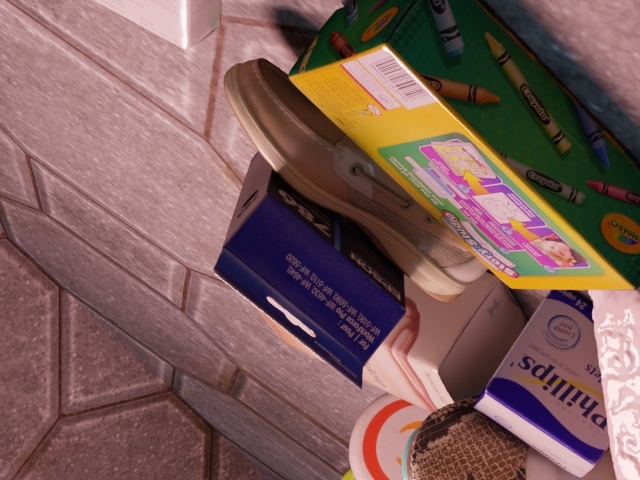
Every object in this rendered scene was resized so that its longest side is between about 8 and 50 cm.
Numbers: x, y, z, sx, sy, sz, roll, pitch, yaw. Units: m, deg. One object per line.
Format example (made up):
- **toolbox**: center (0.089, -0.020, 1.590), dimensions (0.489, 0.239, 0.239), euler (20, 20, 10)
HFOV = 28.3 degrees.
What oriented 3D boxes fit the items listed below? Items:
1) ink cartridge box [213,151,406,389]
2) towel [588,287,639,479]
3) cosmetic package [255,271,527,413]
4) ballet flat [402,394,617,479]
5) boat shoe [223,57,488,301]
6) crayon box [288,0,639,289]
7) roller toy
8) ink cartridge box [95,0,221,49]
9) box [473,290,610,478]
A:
- **ink cartridge box**: center (0.000, 0.000, 1.170), dimensions (0.165, 0.065, 0.332), euler (40, -163, -12)
- **towel**: center (0.366, 0.193, 1.028), dimensions (0.332, 0.053, 0.316), euler (10, 115, 52)
- **cosmetic package**: center (0.073, 0.083, 1.417), dimensions (0.296, 0.129, 0.153), euler (20, 156, 40)
- **ballet flat**: center (0.292, 0.263, 1.353), dimensions (0.182, 0.164, 0.483), euler (-8, 157, 39)
- **boat shoe**: center (0.046, -0.070, 1.139), dimensions (0.302, 0.098, 0.109), euler (41, -154, -16)
- **crayon box**: center (0.125, -0.074, 0.986), dimensions (0.278, 0.081, 0.165), euler (42, 162, -19)
- **roller toy**: center (0.144, 0.311, 1.777), dimensions (0.209, 0.191, 0.146), euler (6, 153, 13)
- **ink cartridge box**: center (-0.167, -0.288, 1.069), dimensions (0.181, 0.056, 0.224), euler (31, 143, 17)
- **box**: center (0.238, 0.135, 1.223), dimensions (0.126, 0.137, 0.072), euler (33, 162, 8)
